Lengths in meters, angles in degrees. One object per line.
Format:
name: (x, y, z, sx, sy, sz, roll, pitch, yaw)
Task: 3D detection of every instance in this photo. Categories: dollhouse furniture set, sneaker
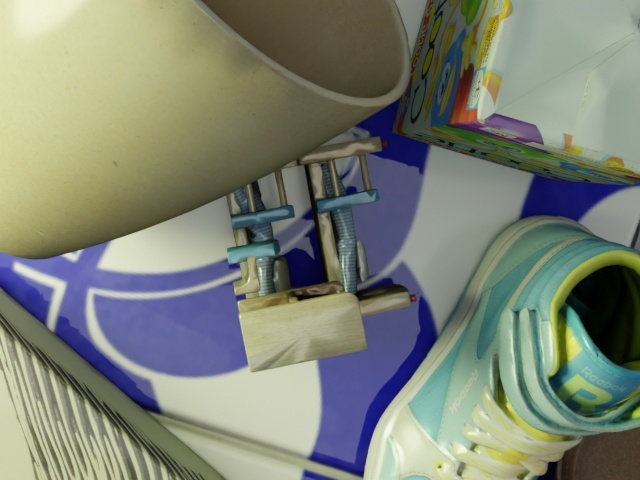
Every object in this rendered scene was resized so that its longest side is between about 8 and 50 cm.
dollhouse furniture set: (0.000, 0.000, 0.711, 0.129, 0.184, 0.129, -11, 95, -5)
sneaker: (0.134, 0.130, 0.717, 0.127, 0.208, 0.319, 23, 89, -9)

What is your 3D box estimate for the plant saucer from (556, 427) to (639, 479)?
plant saucer: (0.271, 0.193, 0.801, 0.199, 0.036, 0.198, 3, 74, -10)

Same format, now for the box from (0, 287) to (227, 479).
box: (-0.189, 0.153, 0.749, 0.275, 0.094, 0.113, 41, 91, -7)

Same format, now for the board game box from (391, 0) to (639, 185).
board game box: (0.151, -0.121, 0.671, 0.142, 0.275, 0.144, 15, 93, -6)

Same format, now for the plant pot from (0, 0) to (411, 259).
plant pot: (-0.127, -0.111, 0.660, 0.274, 0.256, 0.256, -38, 98, 31)
